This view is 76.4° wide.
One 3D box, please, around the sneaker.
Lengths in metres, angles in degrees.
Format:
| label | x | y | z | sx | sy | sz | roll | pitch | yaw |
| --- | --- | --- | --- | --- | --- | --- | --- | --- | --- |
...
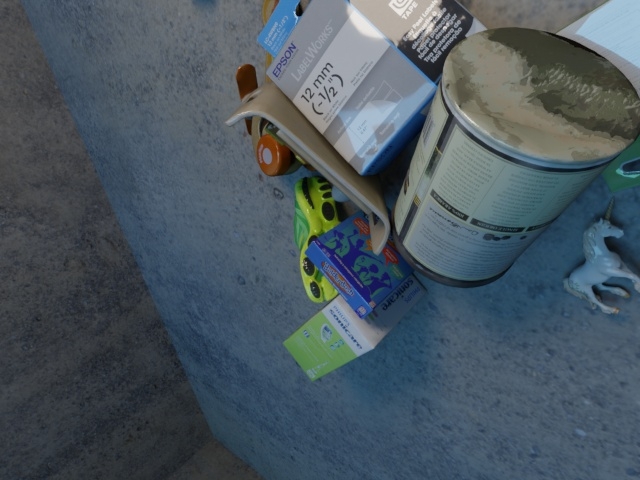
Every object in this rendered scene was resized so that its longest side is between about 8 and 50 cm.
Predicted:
| label | x | y | z | sx | sy | sz | roll | pitch | yaw |
| --- | --- | --- | --- | --- | --- | --- | --- | --- | --- |
| sneaker | 0.000 | 0.000 | 0.882 | 0.124 | 0.109 | 0.296 | 99 | 167 | -58 |

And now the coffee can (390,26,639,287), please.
| label | x | y | z | sx | sy | sz | roll | pitch | yaw |
| --- | --- | --- | --- | --- | --- | --- | --- | --- | --- |
| coffee can | 0.216 | -0.085 | 0.526 | 0.201 | 0.201 | 0.275 | 41 | 155 | 19 |

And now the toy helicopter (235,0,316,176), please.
| label | x | y | z | sx | sy | sz | roll | pitch | yaw |
| --- | --- | --- | --- | --- | --- | --- | --- | --- | --- |
| toy helicopter | -0.094 | -0.314 | 0.841 | 0.234 | 0.140 | 0.356 | 27 | 123 | 43 |

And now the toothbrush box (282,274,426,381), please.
| label | x | y | z | sx | sy | sz | roll | pitch | yaw |
| --- | --- | --- | --- | --- | --- | --- | --- | --- | --- |
| toothbrush box | 0.068 | 0.176 | 0.910 | 0.122 | 0.206 | 0.283 | 51 | 141 | 7 |

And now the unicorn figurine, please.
| label | x | y | z | sx | sy | sz | roll | pitch | yaw |
| --- | --- | --- | --- | --- | --- | --- | --- | --- | --- |
| unicorn figurine | 0.406 | 0.040 | 0.581 | 0.111 | 0.060 | 0.162 | 40 | 138 | 19 |

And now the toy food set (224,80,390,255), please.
| label | x | y | z | sx | sy | sz | roll | pitch | yaw |
| --- | --- | --- | --- | --- | --- | --- | --- | --- | --- |
| toy food set | -0.008 | -0.129 | 0.683 | 0.306 | 0.220 | 0.092 | 38 | 116 | -18 |

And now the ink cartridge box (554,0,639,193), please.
| label | x | y | z | sx | sy | sz | roll | pitch | yaw |
| --- | --- | --- | --- | --- | --- | --- | --- | --- | --- |
| ink cartridge box | 0.363 | -0.175 | 0.479 | 0.108 | 0.062 | 0.210 | -23 | 98 | 51 |

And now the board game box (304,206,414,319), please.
| label | x | y | z | sx | sy | sz | roll | pitch | yaw |
| --- | --- | --- | --- | --- | --- | --- | --- | --- | --- |
| board game box | 0.096 | 0.025 | 0.776 | 0.160 | 0.210 | 0.047 | 48 | 139 | 9 |

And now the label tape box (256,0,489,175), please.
| label | x | y | z | sx | sy | sz | roll | pitch | yaw |
| --- | --- | --- | --- | --- | --- | --- | --- | --- | --- |
| label tape box | 0.045 | -0.310 | 0.622 | 0.348 | 0.115 | 0.249 | 48 | 119 | 9 |
